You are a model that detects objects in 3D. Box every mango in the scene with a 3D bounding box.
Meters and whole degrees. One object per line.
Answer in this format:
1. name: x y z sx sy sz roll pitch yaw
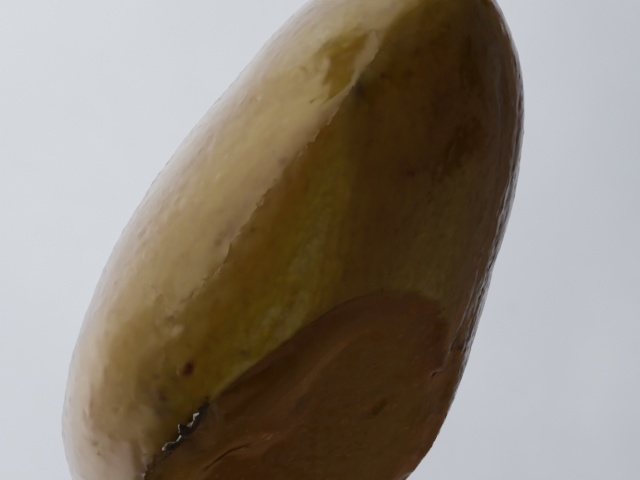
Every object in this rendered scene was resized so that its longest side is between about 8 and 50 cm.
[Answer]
1. mango: 0.000 0.000 0.717 0.187 0.138 0.257 -3 -50 -55
